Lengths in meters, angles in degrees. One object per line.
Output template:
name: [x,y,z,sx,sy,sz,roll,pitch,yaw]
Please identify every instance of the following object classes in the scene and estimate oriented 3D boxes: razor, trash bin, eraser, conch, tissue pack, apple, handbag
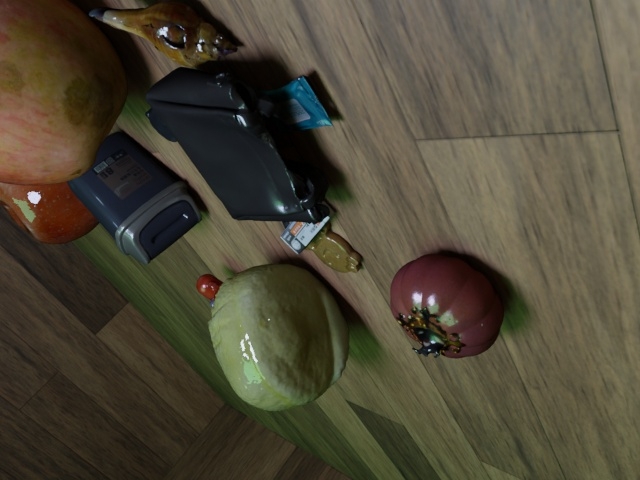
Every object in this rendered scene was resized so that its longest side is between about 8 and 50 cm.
razor: [-0.270,-0.237,1.007,0.090,0.054,0.148,49,154,-15]
trash bin: [-0.447,-0.099,1.297,0.290,0.209,0.182,43,156,7]
eraser: [-0.025,-0.028,0.987,0.052,0.029,0.122,44,134,3]
conch: [-0.228,-0.318,0.797,0.232,0.086,0.080,34,113,20]
tissue pack: [-0.040,-0.196,0.792,0.138,0.028,0.085,10,146,54]
apple: [-0.777,-0.163,1.549,0.348,0.277,0.349,31,153,18]
apple: [-0.524,-0.276,0.964,0.363,0.364,0.364,31,152,19]
handbag: [-0.121,-0.145,0.864,0.256,0.113,0.285,17,148,48]

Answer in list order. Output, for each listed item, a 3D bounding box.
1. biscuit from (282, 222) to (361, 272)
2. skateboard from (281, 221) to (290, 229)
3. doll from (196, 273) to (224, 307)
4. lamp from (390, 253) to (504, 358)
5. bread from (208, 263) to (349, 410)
biscuit: [-0.005,0.000,1.052,0.184,0.027,0.133,48,152,-11]
skateboard: [-0.091,-0.060,1.045,0.083,0.032,0.064,36,152,40]
doll: [-0.212,0.185,1.496,0.290,0.130,0.161,36,164,-24]
lamp: [0.188,0.108,0.835,0.182,0.140,0.182,30,147,22]
bread: [-0.098,0.207,1.188,0.320,0.321,0.237,47,134,-12]
